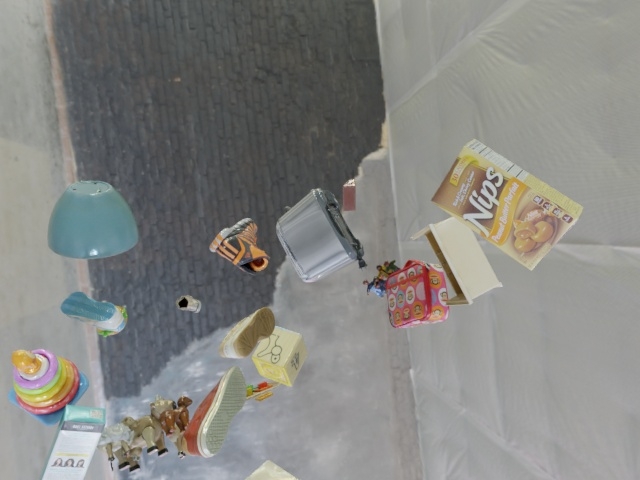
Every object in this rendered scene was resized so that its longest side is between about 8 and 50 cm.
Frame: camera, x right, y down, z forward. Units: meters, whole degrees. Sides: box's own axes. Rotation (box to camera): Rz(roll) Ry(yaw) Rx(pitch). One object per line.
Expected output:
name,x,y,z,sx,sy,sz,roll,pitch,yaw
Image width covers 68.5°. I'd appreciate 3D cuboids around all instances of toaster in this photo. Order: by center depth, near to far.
toaster,0.000,0.000,1.106,0.227,0.146,0.129,61,17,9

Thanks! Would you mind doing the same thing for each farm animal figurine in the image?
farm animal figurine,-0.525,0.605,1.515,0.172,0.326,0.331,58,-24,33

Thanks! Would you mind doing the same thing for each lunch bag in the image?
lunch bag,0.365,0.197,1.809,0.293,0.120,0.259,141,-50,-62

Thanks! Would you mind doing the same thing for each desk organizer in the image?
desk organizer,0.114,-0.179,1.869,0.047,0.050,0.130,-90,178,-46

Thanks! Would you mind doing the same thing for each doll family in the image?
doll family,0.262,0.162,2.011,0.193,0.111,0.076,-57,-172,2

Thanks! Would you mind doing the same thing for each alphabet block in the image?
alphabet block,-0.195,0.565,2.315,0.197,0.192,0.194,-59,149,-35

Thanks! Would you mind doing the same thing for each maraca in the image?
maraca,-0.770,0.300,1.741,0.099,0.127,0.185,50,-21,-26

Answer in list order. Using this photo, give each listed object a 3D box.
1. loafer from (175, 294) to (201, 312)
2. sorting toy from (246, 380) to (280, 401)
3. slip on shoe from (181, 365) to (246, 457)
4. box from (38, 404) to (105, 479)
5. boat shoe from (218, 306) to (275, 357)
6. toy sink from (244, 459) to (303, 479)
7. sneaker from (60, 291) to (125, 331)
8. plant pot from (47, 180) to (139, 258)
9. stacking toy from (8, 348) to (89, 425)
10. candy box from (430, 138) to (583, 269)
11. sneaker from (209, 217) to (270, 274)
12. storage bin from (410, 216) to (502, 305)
loafer,-0.379,0.175,1.319,0.125,0.039,0.045,2,-104,48
sorting toy,-0.285,0.627,1.957,0.347,0.195,0.047,-27,-98,52
slip on shoe,-0.299,0.480,1.354,0.331,0.101,0.123,-65,137,-64
box,-0.646,0.548,1.219,0.245,0.100,0.060,-65,-150,12
boat shoe,-0.145,0.181,0.930,0.170,0.059,0.063,-33,105,-67
toy sink,-0.127,0.877,1.573,0.234,0.131,0.153,11,-66,40
sneaker,-0.714,0.229,1.468,0.088,0.228,0.092,-59,151,-32
plant pot,-0.780,-0.091,1.607,0.290,0.289,0.196,-114,-152,-61
stacking toy,-0.756,0.355,1.257,0.166,0.175,0.302,-56,171,-35
candy box,0.465,-0.093,1.202,0.316,0.087,0.183,37,-50,15
sneaker,-0.256,0.032,1.655,0.125,0.180,0.321,-51,180,19
storage bin,0.424,0.065,1.521,0.263,0.123,0.260,63,-8,7
